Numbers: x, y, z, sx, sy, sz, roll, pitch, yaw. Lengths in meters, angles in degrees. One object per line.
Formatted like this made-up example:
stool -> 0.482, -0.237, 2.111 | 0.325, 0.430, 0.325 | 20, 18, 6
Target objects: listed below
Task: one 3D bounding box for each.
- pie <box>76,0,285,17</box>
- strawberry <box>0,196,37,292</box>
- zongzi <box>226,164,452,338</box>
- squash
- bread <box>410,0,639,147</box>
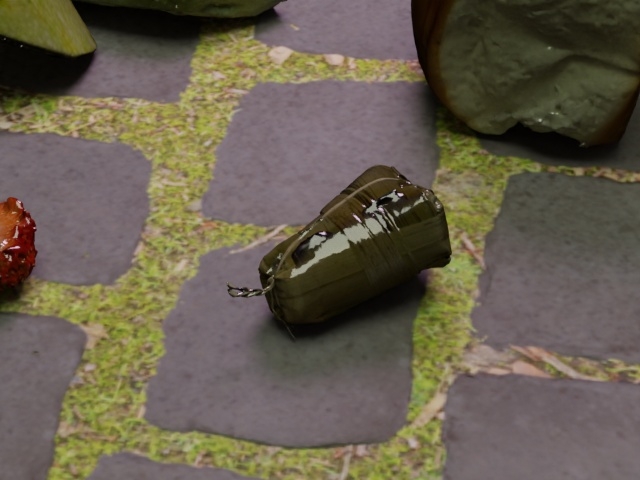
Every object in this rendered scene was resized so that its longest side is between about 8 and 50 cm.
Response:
pie -> -0.157, -0.311, 1.733 | 0.303, 0.067, 0.302 | 0, 41, 0
strawberry -> -0.287, 0.002, 1.401 | 0.104, 0.048, 0.152 | -19, 31, -11
zongzi -> 0.000, 0.000, 1.405 | 0.189, 0.081, 0.178 | -26, 25, -8
squash -> -0.329, -0.231, 1.574 | 0.204, 0.155, 0.237 | -6, 19, 6
bread -> 0.198, -0.250, 1.549 | 0.225, 0.250, 0.279 | 10, 37, -1
